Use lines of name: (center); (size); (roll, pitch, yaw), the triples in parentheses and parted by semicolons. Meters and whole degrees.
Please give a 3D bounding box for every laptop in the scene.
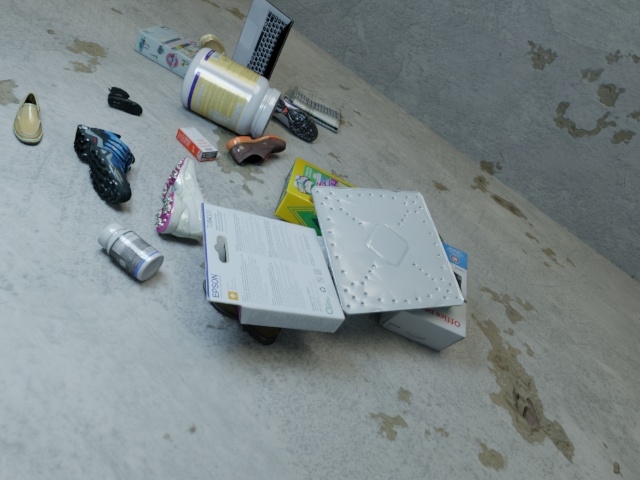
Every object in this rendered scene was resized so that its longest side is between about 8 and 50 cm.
laptop: (-0.304, -0.840, 1.981); (0.408, 0.382, 0.236); (45, 35, 19)

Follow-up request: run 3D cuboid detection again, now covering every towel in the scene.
towel: (-0.034, -0.710, 2.334); (0.324, 0.056, 0.312); (24, 34, -11)

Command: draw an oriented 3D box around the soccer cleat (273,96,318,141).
soccer cleat: (-0.138, -0.569, 2.033); (0.318, 0.109, 0.116); (37, 9, -2)

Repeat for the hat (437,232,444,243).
hat: (0.392, 0.061, 1.714); (0.208, 0.184, 0.173); (-38, 59, -12)

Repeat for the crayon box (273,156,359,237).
crayon box: (0.020, -0.130, 1.547); (0.313, 0.106, 0.363); (25, 25, -9)

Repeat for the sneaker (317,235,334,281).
sneaker: (0.029, 0.068, 1.360); (0.235, 0.090, 0.095); (27, 43, -5)

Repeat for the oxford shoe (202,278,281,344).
oxford shoe: (-0.183, 0.145, 1.071); (0.227, 0.096, 0.083); (34, 36, 7)

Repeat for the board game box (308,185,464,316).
board game box: (0.182, 0.023, 1.268); (0.389, 0.050, 0.390); (0, 59, -26)

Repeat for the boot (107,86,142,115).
boot: (-0.675, -0.484, 1.533); (0.121, 0.045, 0.099); (15, 31, -28)

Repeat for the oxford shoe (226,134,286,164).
oxford shoe: (-0.227, -0.332, 1.675); (0.271, 0.097, 0.098); (-17, 77, -44)

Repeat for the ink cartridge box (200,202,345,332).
ink cartridge box: (-0.130, 0.064, 1.074); (0.329, 0.071, 0.324); (12, 38, -26)

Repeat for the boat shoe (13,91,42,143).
boat shoe: (-0.801, -0.343, 1.216); (0.068, 0.072, 0.190); (2, 44, -38)

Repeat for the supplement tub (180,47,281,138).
supplement tub: (-0.341, -0.559, 1.718); (0.331, 0.241, 0.241); (26, 34, -10)

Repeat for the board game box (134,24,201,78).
board game box: (-0.621, -0.825, 1.967); (0.303, 0.098, 0.224); (28, 34, -4)

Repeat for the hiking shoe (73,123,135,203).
hiking shoe: (-0.562, -0.218, 1.213); (0.132, 0.113, 0.304); (-9, 51, -44)

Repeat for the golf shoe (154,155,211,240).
golf shoe: (-0.374, -0.116, 1.258); (0.140, 0.115, 0.306); (26, 39, -29)

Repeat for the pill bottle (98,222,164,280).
pill bottle: (-0.441, 0.024, 1.032); (0.137, 0.078, 0.078); (37, 33, 7)

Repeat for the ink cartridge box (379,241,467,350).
ink cartridge box: (0.325, 0.148, 1.372); (0.223, 0.129, 0.308); (24, 52, -12)

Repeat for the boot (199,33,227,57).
boot: (-0.413, -0.704, 1.859); (0.095, 0.262, 0.204); (-21, 66, -4)

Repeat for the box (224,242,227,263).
box: (-0.172, 0.049, 1.207); (0.158, 0.093, 0.156); (15, 37, -26)

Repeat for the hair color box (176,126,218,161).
hair color box: (-0.428, -0.334, 1.536); (0.141, 0.043, 0.072); (44, 35, 20)
